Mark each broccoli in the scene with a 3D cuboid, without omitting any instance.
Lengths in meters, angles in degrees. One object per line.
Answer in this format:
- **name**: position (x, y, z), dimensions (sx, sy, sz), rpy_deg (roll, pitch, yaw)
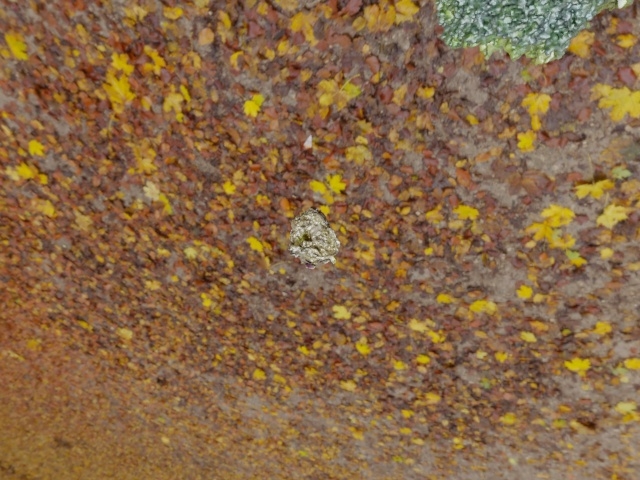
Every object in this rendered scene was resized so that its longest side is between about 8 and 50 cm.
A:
- **broccoli**: position (0.407, -0.476, 0.753), dimensions (0.277, 0.317, 0.338), rpy_deg (50, 144, 5)

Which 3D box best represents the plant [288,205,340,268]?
- **plant**: position (0.000, 0.000, 0.841), dimensions (0.104, 0.116, 0.122), rpy_deg (-18, 152, 28)
